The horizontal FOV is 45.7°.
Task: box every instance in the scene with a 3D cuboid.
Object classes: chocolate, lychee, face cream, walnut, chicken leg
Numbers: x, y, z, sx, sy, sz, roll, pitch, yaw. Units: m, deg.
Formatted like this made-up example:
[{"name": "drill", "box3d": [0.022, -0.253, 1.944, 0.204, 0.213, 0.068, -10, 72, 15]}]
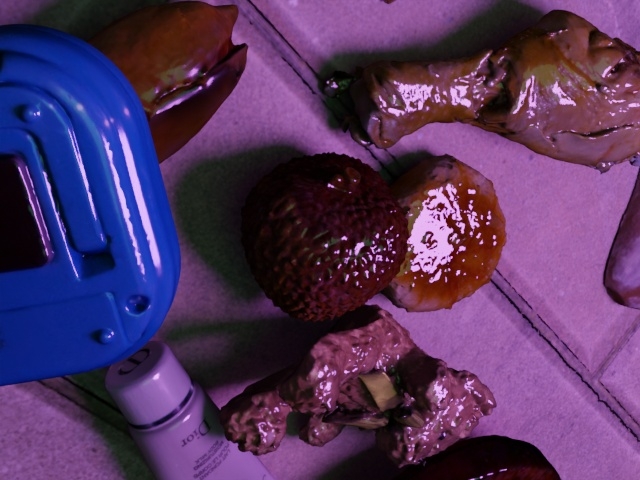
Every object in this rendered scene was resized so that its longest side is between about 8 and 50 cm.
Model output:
[{"name": "chocolate", "box3d": [0.541, -0.005, 1.160, 0.157, 0.080, 0.254, 10, 101, -29]}, {"name": "lychee", "box3d": [0.005, -0.004, 0.839, 0.194, 0.194, 0.194, -8, 109, -24]}, {"name": "face cream", "box3d": [-0.145, 0.257, 0.898, 0.143, 0.089, 0.314, -40, 122, -26]}, {"name": "walnut", "box3d": [-0.170, -0.147, 0.735, 0.245, 0.137, 0.137, -40, 119, -3]}, {"name": "chicken leg", "box3d": [0.217, -0.173, 0.916, 0.429, 0.153, 0.201, -6, 116, -17]}]

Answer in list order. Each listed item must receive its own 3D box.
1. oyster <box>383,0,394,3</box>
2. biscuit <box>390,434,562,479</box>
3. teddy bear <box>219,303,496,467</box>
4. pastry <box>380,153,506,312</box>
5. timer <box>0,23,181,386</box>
[{"name": "oyster", "box3d": [0.135, -0.339, 0.856, 0.146, 0.045, 0.121, -8, 130, 0]}, {"name": "biscuit", "box3d": [0.167, 0.439, 1.071, 0.407, 0.091, 0.407, -17, 128, -23]}, {"name": "teddy bear", "box3d": [0.053, 0.204, 0.908, 0.222, 0.246, 0.296, 55, 36, 1]}, {"name": "pastry", "box3d": [0.145, -0.007, 0.955, 0.192, 0.093, 0.182, -31, 114, -15]}, {"name": "timer", "box3d": [-0.306, -0.014, 0.655, 0.340, 0.115, 0.309, -9, 113, 3]}]
